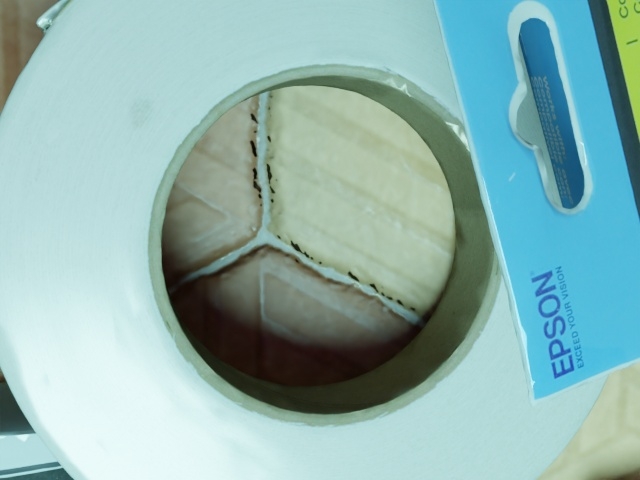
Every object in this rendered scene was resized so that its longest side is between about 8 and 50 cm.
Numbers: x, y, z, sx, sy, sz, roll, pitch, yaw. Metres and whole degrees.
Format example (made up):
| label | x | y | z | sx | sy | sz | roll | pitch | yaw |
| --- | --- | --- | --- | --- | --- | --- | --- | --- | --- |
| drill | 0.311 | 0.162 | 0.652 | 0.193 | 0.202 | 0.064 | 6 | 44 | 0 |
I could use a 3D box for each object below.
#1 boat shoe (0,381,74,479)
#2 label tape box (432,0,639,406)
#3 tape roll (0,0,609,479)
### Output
| label | x | y | z | sx | sy | sz | roll | pitch | yaw |
| --- | --- | --- | --- | --- | --- | --- | --- | --- | --- |
| boat shoe | -0.293 | 0.155 | 0.559 | 0.307 | 0.113 | 0.104 | -3 | 105 | -17 |
| label tape box | 0.189 | -0.099 | 0.465 | 0.348 | 0.115 | 0.249 | -21 | 101 | -22 |
| tape roll | 0.000 | 0.000 | 0.525 | 0.392 | 0.072 | 0.391 | -1 | 95 | -11 |
